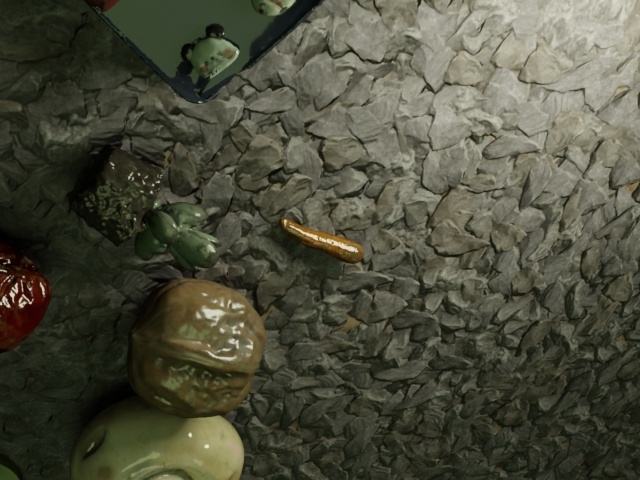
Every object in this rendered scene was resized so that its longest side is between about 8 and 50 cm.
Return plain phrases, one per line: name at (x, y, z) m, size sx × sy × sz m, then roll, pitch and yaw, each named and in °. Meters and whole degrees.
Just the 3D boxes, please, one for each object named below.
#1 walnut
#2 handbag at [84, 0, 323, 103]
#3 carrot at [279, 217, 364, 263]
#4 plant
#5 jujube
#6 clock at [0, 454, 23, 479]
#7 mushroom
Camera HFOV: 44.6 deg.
walnut at (-0.239, 0.200, 1.483) m, size 0.273 × 0.227 × 0.273 m, roll -10°, pitch 127°, yaw -14°
handbag at (-0.182, -0.401, 1.137) m, size 0.303 × 0.122 × 0.329 m, roll -39°, pitch 125°, yaw 13°
carrot at (0.000, 0.000, 1.528) m, size 0.191 × 0.047 × 0.047 m, roll 21°, pitch 117°, yaw -21°
plant at (-0.293, -0.037, 1.346) m, size 0.149 × 0.146 × 0.274 m, roll -43°, pitch 125°, yaw 13°
jujube at (-0.584, 0.088, 1.310) m, size 0.213 × 0.213 × 0.232 m, roll -43°, pitch 116°, yaw 16°
clock at (-0.771, 0.542, 1.699) m, size 0.235 × 0.029 × 0.235 m, roll -8°, pitch 127°, yaw -11°
mushroom at (-0.324, 0.477, 1.631) m, size 0.325 × 0.353 × 0.353 m, roll -40°, pitch 133°, yaw -25°
